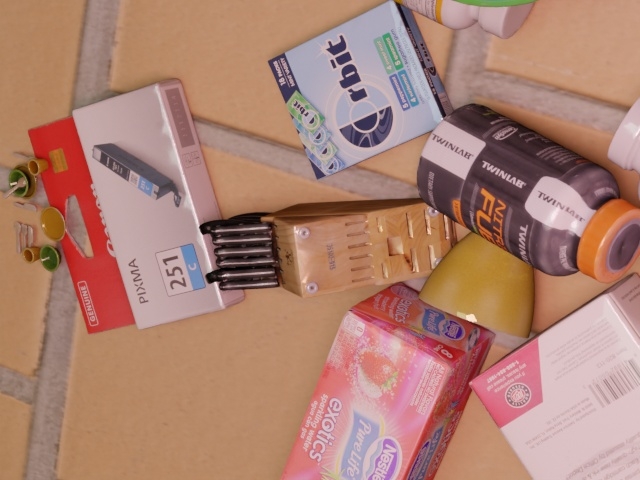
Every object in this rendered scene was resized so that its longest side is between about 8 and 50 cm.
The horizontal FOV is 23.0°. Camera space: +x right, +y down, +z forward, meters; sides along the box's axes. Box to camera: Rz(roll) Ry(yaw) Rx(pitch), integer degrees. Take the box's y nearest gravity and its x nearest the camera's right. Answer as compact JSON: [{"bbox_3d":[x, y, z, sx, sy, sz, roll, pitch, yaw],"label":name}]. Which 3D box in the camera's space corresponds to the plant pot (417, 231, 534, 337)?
[{"bbox_3d":[0.189,0.043,1.786,0.134,0.134,0.095,21,94,22],"label":"plant pot"}]

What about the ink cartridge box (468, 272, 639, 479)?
[{"bbox_3d":[0.334,0.213,1.744,0.207,0.117,0.283,-37,83,29],"label":"ink cartridge box"}]

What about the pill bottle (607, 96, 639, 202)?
[{"bbox_3d":[0.430,-0.055,1.616,0.264,0.146,0.146,34,115,17],"label":"pill bottle"}]

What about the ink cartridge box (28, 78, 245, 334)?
[{"bbox_3d":[-0.256,-0.032,2.030,0.261,0.066,0.296,-14,94,29],"label":"ink cartridge box"}]

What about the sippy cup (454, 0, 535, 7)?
[{"bbox_3d":[0.179,-0.396,1.603,0.240,0.224,0.305,-14,135,15],"label":"sippy cup"}]

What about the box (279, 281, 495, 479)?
[{"bbox_3d":[0.070,0.220,1.866,0.142,0.154,0.300,29,112,20],"label":"box"}]

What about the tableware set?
[{"bbox_3d":[-0.382,-0.038,2.103,0.104,0.024,0.154,16,113,35],"label":"tableware set"}]

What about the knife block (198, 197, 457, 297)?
[{"bbox_3d":[0.000,0.000,1.904,0.275,0.242,0.088,-10,101,-16],"label":"knife block"}]

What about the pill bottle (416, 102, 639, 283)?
[{"bbox_3d":[0.231,-0.045,1.698,0.245,0.130,0.130,32,115,37],"label":"pill bottle"}]

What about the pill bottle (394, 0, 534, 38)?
[{"bbox_3d":[0.132,-0.303,1.733,0.208,0.117,0.118,30,114,19],"label":"pill bottle"}]

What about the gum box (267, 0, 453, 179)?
[{"bbox_3d":[0.047,-0.177,1.850,0.184,0.041,0.157,-23,90,29],"label":"gum box"}]
